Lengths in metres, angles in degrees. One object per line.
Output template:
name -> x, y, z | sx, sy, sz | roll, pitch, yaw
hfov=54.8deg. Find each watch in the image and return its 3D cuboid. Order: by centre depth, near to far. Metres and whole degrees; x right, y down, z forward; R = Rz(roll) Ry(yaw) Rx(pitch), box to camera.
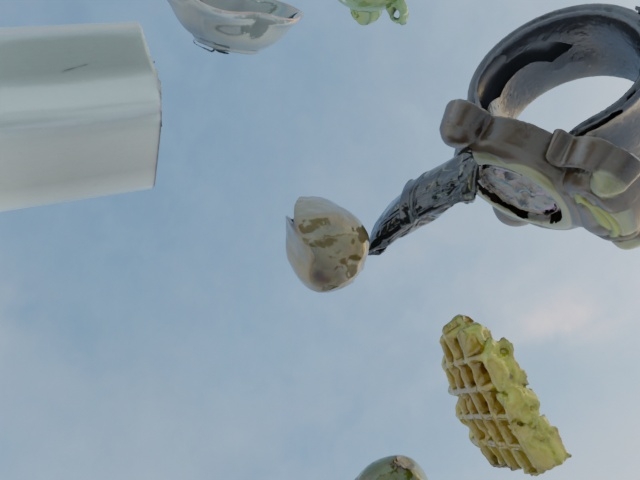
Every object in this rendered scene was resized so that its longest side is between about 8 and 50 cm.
watch -> 0.404, -0.194, 0.970 | 0.326, 0.335, 0.314 | -56, -47, -9

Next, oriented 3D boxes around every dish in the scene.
dish -> -0.139, -0.338, 0.961 | 0.230, 0.229, 0.081 | 8, -63, -9

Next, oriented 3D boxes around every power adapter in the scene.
power adapter -> -0.299, -0.117, 0.620 | 0.255, 0.124, 0.187 | -12, -23, -24

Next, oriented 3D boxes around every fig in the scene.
fig -> 0.117, 0.429, 1.018 | 0.144, 0.154, 0.165 | 22, -78, 8

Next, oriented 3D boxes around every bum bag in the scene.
bum bag -> 0.153, -0.058, 0.943 | 0.069, 0.102, 0.248 | 21, -33, -30

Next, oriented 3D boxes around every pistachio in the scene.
pistachio -> 0.000, 0.000, 0.952 | 0.129, 0.206, 0.131 | -45, -60, 3

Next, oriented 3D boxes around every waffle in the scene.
waffle -> 0.230, 0.212, 0.879 | 0.057, 0.229, 0.219 | -23, -101, -13

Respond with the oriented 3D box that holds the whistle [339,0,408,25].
whistle -> 0.018, -0.347, 0.613 | 0.106, 0.131, 0.288 | -32, -81, -22
